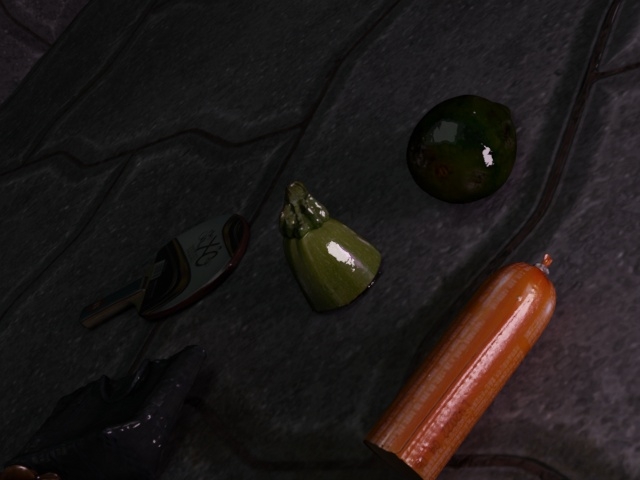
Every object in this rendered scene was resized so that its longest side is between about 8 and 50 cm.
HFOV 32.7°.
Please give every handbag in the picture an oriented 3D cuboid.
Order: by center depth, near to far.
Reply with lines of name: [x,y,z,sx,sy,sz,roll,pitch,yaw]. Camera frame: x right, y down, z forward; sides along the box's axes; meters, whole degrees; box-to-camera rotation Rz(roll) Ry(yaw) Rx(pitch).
handbag: [-0.255,0.217,1.293,0.270,0.088,0.175,-22,27,33]

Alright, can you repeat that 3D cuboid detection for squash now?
squash: [-0.009,0.002,1.206,0.105,0.132,0.105,-30,29,19]

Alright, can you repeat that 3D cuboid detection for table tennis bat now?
table tennis bat: [-0.219,0.053,1.522,0.301,0.022,0.173,-25,33,26]

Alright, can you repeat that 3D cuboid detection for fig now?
fig: [0.165,-0.117,1.192,0.117,0.117,0.177,-15,29,41]

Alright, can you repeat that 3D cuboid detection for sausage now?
sausage: [0.134,0.104,0.955,0.234,0.071,0.071,-51,29,-14]

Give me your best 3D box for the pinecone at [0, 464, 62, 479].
pinecone: [-0.303,0.335,1.098,0.184,0.179,0.204,-52,39,31]
